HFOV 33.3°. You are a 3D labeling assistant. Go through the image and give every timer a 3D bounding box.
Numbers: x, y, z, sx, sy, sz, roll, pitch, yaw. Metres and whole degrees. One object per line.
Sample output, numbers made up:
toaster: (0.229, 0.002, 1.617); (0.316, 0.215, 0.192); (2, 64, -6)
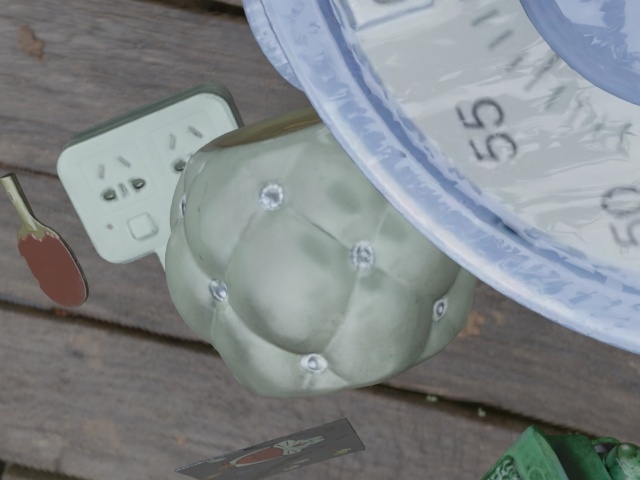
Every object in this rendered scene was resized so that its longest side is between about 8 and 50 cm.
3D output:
timer: (0.128, -0.122, 0.361); (0.395, 0.173, 0.394); (17, 130, 21)

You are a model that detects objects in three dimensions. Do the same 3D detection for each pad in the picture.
pad: (-0.040, 0.220, 1.088); (0.170, 0.245, 0.006); (-17, 71, 1)

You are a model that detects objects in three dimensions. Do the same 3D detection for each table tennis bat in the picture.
table tennis bat: (-0.432, 0.004, 1.653); (0.131, 0.022, 0.234); (-4, 117, 41)

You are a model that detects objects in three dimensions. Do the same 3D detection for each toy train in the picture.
toy train: (0.297, 0.347, 1.333); (0.202, 0.145, 0.266); (5, 135, -30)

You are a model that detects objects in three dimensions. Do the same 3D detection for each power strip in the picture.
power strip: (-0.178, -0.051, 1.377); (0.230, 0.141, 0.261); (-22, 110, 5)

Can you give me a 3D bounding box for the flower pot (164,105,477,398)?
flower pot: (0.000, 0.000, 0.833); (0.246, 0.246, 0.195); (-13, 105, 13)
